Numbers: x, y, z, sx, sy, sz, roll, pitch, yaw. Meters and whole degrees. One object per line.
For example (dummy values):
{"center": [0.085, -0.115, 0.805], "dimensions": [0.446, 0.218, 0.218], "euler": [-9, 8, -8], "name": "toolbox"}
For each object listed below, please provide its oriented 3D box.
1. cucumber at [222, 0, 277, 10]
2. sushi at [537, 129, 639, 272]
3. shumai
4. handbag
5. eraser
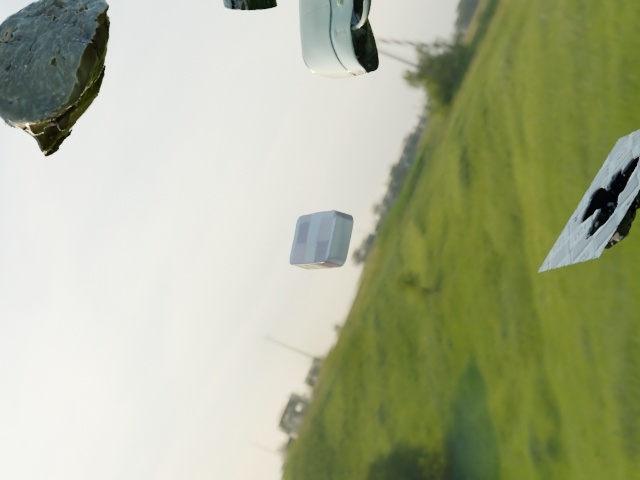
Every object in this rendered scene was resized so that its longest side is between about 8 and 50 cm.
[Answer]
{"center": [-0.072, -0.252, 1.068], "dimensions": [0.048, 0.048, 0.105], "euler": [-62, -38, -64], "name": "cucumber"}
{"center": [0.400, -0.049, 1.608], "dimensions": [0.231, 0.047, 0.219], "euler": [-57, 5, -10], "name": "sushi"}
{"center": [-0.216, -0.146, 1.018], "dimensions": [0.105, 0.123, 0.139], "euler": [29, -135, -64], "name": "shumai"}
{"center": [0.055, -0.379, 1.960], "dimensions": [0.315, 0.109, 0.241], "euler": [179, 86, -72], "name": "handbag"}
{"center": [0.000, 0.000, 1.435], "dimensions": [0.105, 0.026, 0.065], "euler": [-4, 71, 63], "name": "eraser"}
